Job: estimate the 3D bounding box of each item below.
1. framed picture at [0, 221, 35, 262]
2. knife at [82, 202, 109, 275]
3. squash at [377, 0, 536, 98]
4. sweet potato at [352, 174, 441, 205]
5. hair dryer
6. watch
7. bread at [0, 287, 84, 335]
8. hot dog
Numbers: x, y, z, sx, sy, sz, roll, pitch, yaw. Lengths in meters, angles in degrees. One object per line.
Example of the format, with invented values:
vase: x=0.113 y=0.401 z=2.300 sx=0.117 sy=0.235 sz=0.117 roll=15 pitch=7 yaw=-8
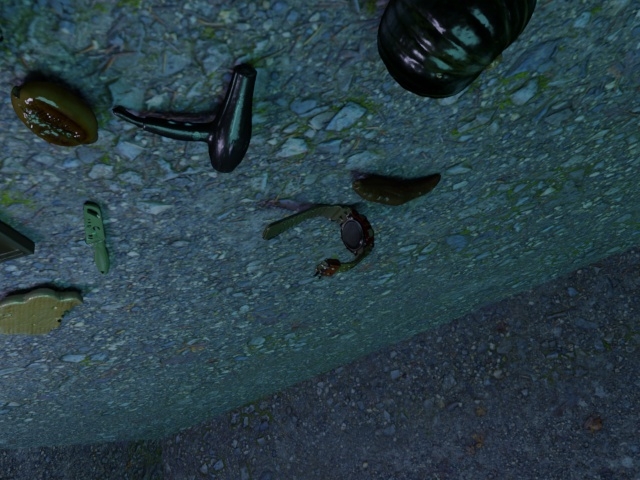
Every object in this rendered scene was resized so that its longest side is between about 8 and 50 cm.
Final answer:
framed picture: x=-0.818 y=0.007 z=0.863 sx=0.445 sy=0.028 sz=0.326 roll=-16 pitch=153 yaw=-1
knife: x=-0.482 y=0.006 z=1.053 sx=0.043 sy=0.020 sz=0.293 roll=-3 pitch=150 yaw=-21
squash: x=0.177 y=-0.297 z=0.653 sx=0.172 sy=0.218 sz=0.218 roll=36 pitch=133 yaw=-13
sweet potato: x=0.170 y=-0.118 z=1.136 sx=0.255 sy=0.058 sz=0.078 roll=-5 pitch=131 yaw=-29
hair dryer: x=-0.214 y=-0.199 z=0.779 sx=0.219 sy=0.075 sz=0.196 roll=4 pitch=138 yaw=-20
watch: x=0.008 y=0.003 z=1.131 sx=0.268 sy=0.165 sz=0.102 roll=-22 pitch=163 yaw=-42
bread: x=-0.723 y=0.177 z=1.225 sx=0.250 sy=0.039 sz=0.181 roll=-34 pitch=148 yaw=32
hot dog: x=-0.378 y=-0.182 z=0.717 sx=0.089 sy=0.060 sz=0.140 roll=-23 pitch=146 yaw=21
